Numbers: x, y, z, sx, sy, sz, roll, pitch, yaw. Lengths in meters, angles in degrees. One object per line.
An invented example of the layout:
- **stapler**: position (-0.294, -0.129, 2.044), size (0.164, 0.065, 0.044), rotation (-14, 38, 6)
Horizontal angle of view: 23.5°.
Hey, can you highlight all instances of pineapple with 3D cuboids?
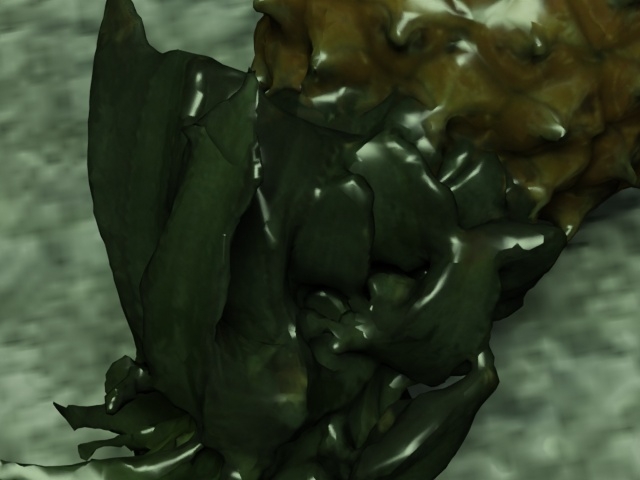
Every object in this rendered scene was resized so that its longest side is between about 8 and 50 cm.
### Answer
- **pineapple**: position (0.001, -0.001, 0.401), size (0.166, 0.165, 0.364), rotation (27, 73, 11)
